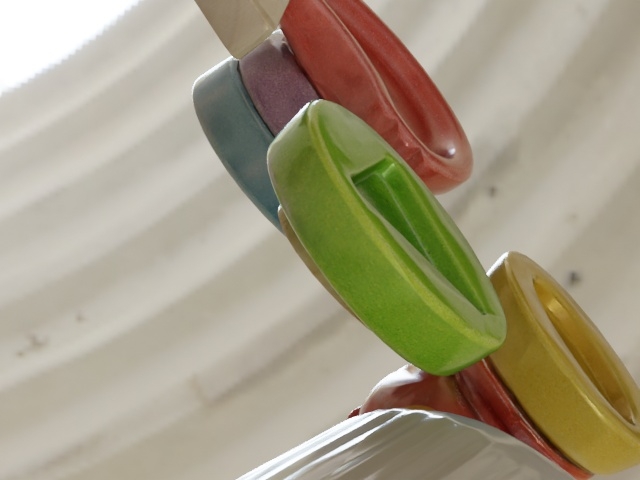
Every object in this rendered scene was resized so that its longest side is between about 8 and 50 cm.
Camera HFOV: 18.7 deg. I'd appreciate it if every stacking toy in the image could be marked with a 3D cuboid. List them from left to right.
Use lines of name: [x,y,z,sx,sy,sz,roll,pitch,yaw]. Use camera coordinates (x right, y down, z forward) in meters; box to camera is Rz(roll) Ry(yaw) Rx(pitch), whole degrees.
stacking toy: [0.000,0.000,0.926,0.130,0.279,0.309,-39,-119,15]

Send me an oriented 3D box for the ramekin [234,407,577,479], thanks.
ramekin: [0.053,0.195,0.825,0.273,0.127,0.273,35,-35,30]
